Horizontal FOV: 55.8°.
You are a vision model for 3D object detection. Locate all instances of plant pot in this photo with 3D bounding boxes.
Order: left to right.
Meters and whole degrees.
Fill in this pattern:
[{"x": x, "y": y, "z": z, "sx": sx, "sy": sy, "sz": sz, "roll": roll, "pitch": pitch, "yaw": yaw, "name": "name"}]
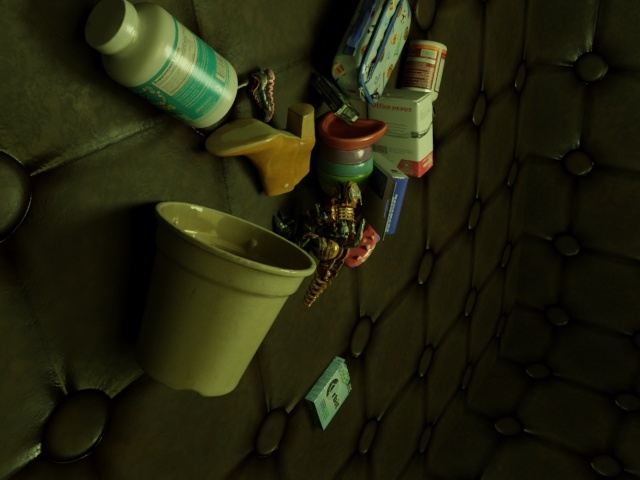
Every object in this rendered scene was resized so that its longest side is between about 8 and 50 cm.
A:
[{"x": -0.220, "y": 0.125, "z": 1.213, "sx": 0.334, "sy": 0.334, "sz": 0.305, "roll": 7, "pitch": 109, "yaw": -58, "name": "plant pot"}]

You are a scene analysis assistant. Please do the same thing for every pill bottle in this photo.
[{"x": -0.275, "y": -0.312, "z": 1.057, "sx": 0.264, "sy": 0.146, "sz": 0.146, "roll": 28, "pitch": 80, "yaw": -57, "name": "pill bottle"}, {"x": 0.318, "y": -0.508, "z": 1.905, "sx": 0.121, "sy": 0.121, "sz": 0.221, "roll": -3, "pitch": 107, "yaw": -56, "name": "pill bottle"}]

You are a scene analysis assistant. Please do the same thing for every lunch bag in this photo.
[{"x": 0.135, "y": -0.512, "z": 1.572, "sx": 0.243, "sy": 0.115, "sz": 0.303, "roll": 33, "pitch": 78, "yaw": -74, "name": "lunch bag"}]

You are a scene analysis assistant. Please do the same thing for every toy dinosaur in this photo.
[{"x": 0.000, "y": 0.000, "z": 1.546, "sx": 0.322, "sy": 0.218, "sz": 0.164, "roll": -64, "pitch": 147, "yaw": -14, "name": "toy dinosaur"}]

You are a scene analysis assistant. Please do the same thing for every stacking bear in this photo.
[{"x": 0.066, "y": -0.176, "z": 1.638, "sx": 0.164, "sy": 0.175, "sz": 0.289, "roll": -48, "pitch": 148, "yaw": -46, "name": "stacking bear"}]

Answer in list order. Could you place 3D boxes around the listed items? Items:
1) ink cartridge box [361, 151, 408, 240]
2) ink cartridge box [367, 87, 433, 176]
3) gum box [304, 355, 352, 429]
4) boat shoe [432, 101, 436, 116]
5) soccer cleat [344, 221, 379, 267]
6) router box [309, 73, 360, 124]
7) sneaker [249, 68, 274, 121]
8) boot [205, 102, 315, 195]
[{"x": 0.165, "y": -0.130, "z": 1.669, "sx": 0.065, "sy": 0.332, "sz": 0.165, "roll": 6, "pitch": 112, "yaw": -14, "name": "ink cartridge box"}, {"x": 0.240, "y": -0.328, "z": 1.816, "sx": 0.100, "sy": 0.172, "sz": 0.237, "roll": -40, "pitch": 134, "yaw": -42, "name": "ink cartridge box"}, {"x": 0.030, "y": 0.497, "z": 1.972, "sx": 0.184, "sy": 0.041, "sz": 0.157, "roll": -48, "pitch": 139, "yaw": -34, "name": "gum box"}, {"x": 0.377, "y": -0.518, "z": 2.043, "sx": 0.075, "sy": 0.065, "sz": 0.206, "roll": -14, "pitch": 114, "yaw": -54, "name": "boat shoe"}, {"x": 0.151, "y": 0.000, "z": 1.913, "sx": 0.248, "sy": 0.083, "sz": 0.095, "roll": -59, "pitch": 149, "yaw": -28, "name": "soccer cleat"}, {"x": 0.038, "y": -0.361, "z": 1.541, "sx": 0.038, "sy": 0.122, "sz": 0.092, "roll": -44, "pitch": 154, "yaw": 18, "name": "router box"}, {"x": -0.136, "y": -0.328, "z": 1.370, "sx": 0.057, "sy": 0.047, "sz": 0.119, "roll": -12, "pitch": 114, "yaw": -31, "name": "sneaker"}, {"x": -0.128, "y": -0.181, "z": 1.391, "sx": 0.295, "sy": 0.104, "sz": 0.211, "roll": -27, "pitch": 143, "yaw": -31, "name": "boot"}]
